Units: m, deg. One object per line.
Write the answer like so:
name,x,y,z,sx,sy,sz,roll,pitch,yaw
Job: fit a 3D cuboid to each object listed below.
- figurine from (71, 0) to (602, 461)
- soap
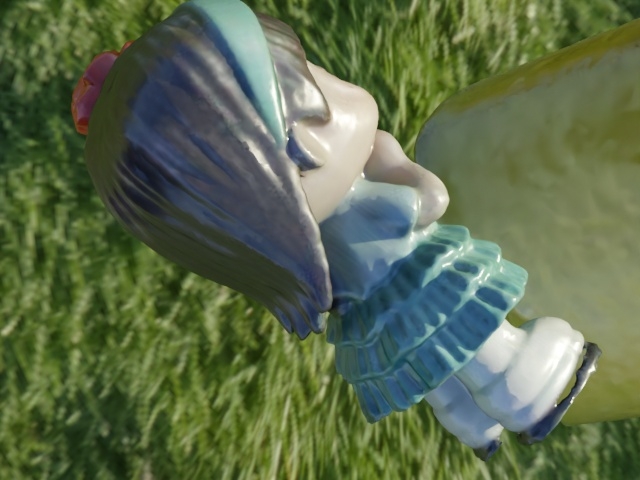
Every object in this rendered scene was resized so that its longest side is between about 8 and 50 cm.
figurine,0.000,0.000,0.709,0.245,0.138,0.110,42,58,-11
soap,0.292,-0.022,1.057,0.427,0.115,0.306,-11,112,32
